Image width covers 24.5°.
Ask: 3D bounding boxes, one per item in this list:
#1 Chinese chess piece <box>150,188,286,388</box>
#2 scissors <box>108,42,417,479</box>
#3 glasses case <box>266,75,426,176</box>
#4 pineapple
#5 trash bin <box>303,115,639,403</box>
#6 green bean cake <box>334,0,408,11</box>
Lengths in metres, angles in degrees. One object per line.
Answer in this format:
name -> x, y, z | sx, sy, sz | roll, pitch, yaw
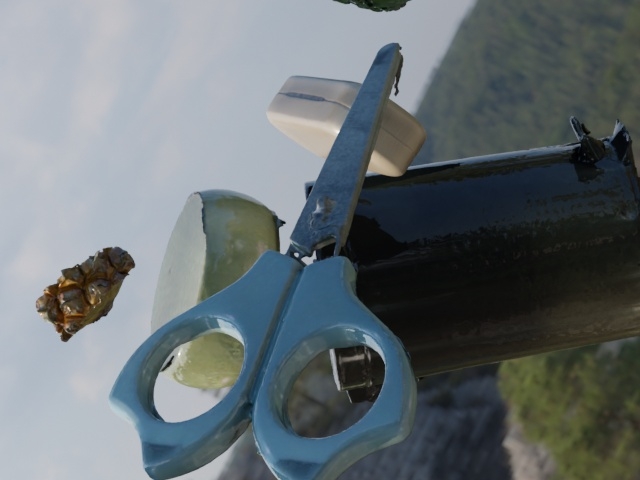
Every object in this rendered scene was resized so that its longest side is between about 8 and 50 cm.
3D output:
Chinese chess piece -> -0.100, 0.045, 1.378 | 0.188, 0.083, 0.188 | -167, 90, -71
scissors -> 0.000, 0.001, 0.916 | 0.029, 0.191, 0.360 | 66, -145, -42
glasses case -> 0.018, -0.095, 1.205 | 0.050, 0.083, 0.196 | -56, 22, -5
pineapple -> -0.292, 0.067, 1.892 | 0.137, 0.069, 0.116 | -39, -12, -3
trash bin -> 0.147, 0.021, 1.393 | 0.203, 0.301, 0.252 | -101, 2, -61
green bean cake -> 0.024, -0.390, 1.640 | 0.132, 0.255, 0.241 | -23, 67, 38
